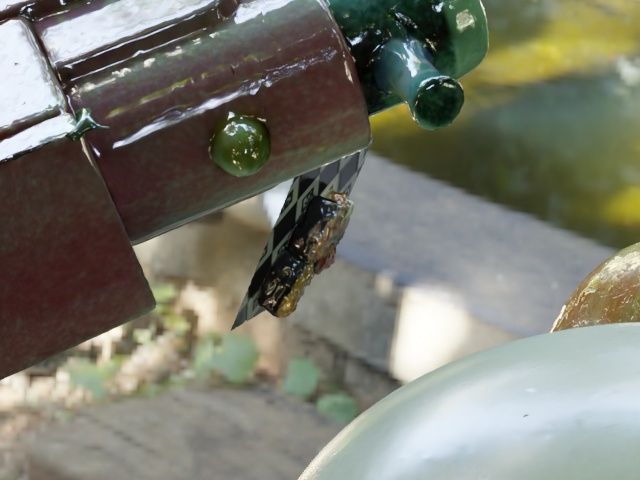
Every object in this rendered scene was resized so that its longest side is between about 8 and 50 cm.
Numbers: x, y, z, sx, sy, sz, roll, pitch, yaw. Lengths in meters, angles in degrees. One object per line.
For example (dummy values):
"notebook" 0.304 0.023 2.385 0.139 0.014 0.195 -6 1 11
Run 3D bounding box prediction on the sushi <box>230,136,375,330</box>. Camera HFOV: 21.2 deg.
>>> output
"sushi" 0.000 0.000 1.108 0.026 0.120 0.126 29 24 15

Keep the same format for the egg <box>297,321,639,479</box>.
"egg" 0.096 0.122 0.574 0.254 0.188 0.188 -22 20 2

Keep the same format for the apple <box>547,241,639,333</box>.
"apple" 0.285 0.138 1.155 0.302 0.301 0.301 6 19 -2

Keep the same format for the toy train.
"toy train" -0.068 -0.078 0.749 0.304 0.150 0.221 -24 39 -7
